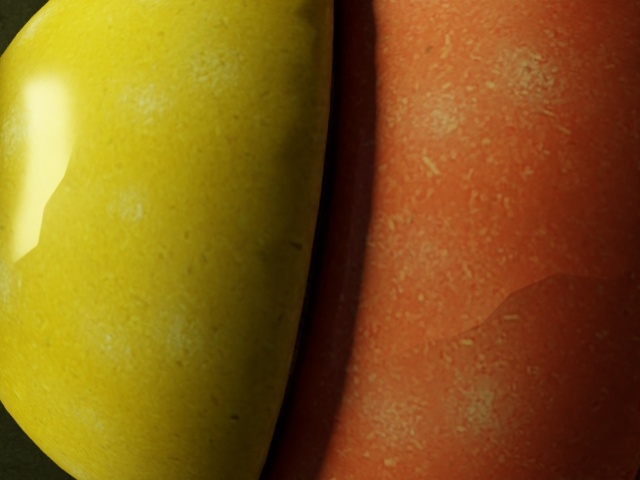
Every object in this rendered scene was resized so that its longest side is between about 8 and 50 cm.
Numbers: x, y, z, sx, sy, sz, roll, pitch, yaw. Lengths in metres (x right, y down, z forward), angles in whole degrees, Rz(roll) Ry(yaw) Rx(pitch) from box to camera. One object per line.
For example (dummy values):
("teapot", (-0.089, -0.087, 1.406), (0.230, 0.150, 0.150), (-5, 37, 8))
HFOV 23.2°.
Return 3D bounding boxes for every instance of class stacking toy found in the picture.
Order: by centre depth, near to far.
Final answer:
("stacking toy", (0.000, 0.000, 0.535), (0.350, 0.479, 0.351), (-172, 90, -78))
